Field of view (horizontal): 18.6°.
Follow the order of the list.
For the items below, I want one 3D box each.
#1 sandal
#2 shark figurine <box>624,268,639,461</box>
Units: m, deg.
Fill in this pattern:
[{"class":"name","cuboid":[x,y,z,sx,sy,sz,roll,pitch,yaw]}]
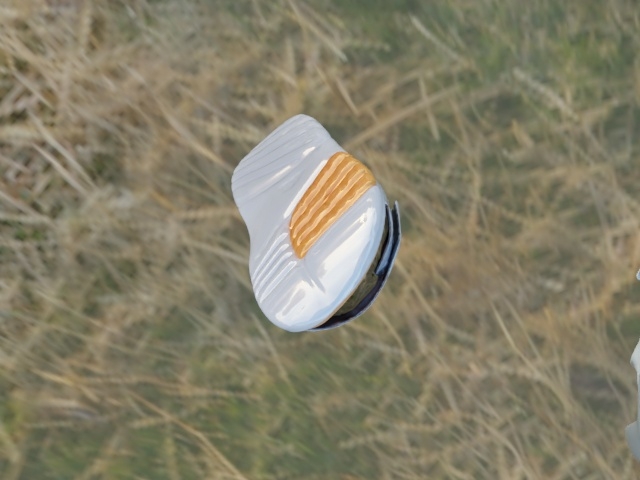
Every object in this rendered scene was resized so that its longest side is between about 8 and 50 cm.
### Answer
[{"class":"sandal","cuboid":[0.008,-0.007,1.256,0.102,0.265,0.076,-42,113,10]},{"class":"shark figurine","cuboid":[0.269,0.033,1.275,0.116,0.166,0.278,15,77,29]}]
